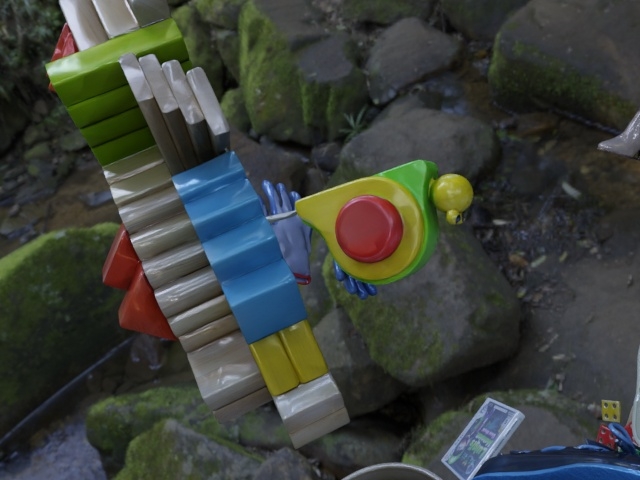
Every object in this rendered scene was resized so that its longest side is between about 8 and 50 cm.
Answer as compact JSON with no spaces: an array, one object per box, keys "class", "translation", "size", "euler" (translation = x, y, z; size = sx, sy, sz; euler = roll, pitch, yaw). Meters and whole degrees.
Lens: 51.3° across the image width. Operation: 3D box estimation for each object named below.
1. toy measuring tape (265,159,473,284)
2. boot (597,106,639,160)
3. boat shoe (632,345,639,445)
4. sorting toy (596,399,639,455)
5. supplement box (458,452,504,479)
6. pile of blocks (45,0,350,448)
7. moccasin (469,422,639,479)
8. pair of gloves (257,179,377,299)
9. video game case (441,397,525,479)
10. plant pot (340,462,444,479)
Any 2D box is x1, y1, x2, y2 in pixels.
[{"class":"toy measuring tape","translation":[0.011,0.006,0.730],"size":[0.330,0.121,0.121],"euler":[-17,37,25]},{"class":"boot","translation":[0.442,-0.157,0.928],"size":[0.119,0.086,0.042],"euler":[3,25,-35]},{"class":"boat shoe","translation":[0.528,0.200,0.996],"size":[0.084,0.079,0.232],"euler":[172,111,-71]},{"class":"sorting toy","translation":[0.679,0.434,1.407],"size":[0.046,0.132,0.274],"euler":[5,14,-26]},{"class":"supplement box","translation":[0.474,0.712,1.552],"size":[0.194,0.356,0.195],"euler":[-42,12,21]},{"class":"pile of blocks","translation":[-0.103,-0.021,0.433],"size":[0.113,0.361,0.149],"euler":[-25,-4,-9]},{"class":"moccasin","translation":[0.326,0.284,0.804],"size":[0.117,0.137,0.342],"euler":[-26,7,-36]},{"class":"pair of gloves","translation":[0.000,0.000,0.865],"size":[0.023,0.198,0.159],"euler":[-40,49,37]},{"class":"video game case","translation":[0.323,0.403,1.348],"size":[0.022,0.190,0.173],"euler":[39,83,0]},{"class":"plant pot","translation":[0.148,0.619,1.205],"size":[0.324,0.280,0.323],"euler":[-21,30,13]}]
